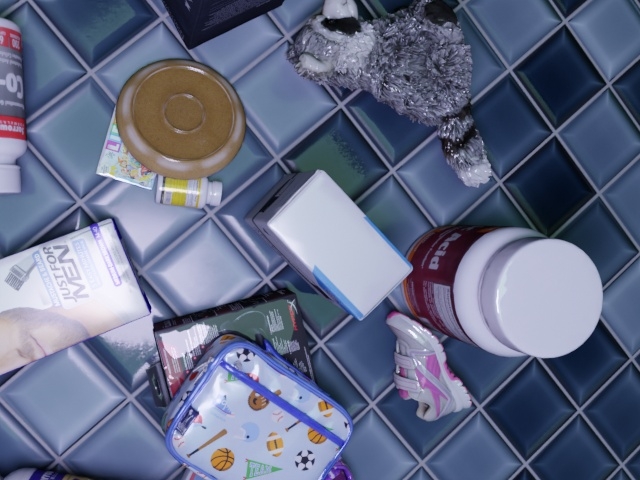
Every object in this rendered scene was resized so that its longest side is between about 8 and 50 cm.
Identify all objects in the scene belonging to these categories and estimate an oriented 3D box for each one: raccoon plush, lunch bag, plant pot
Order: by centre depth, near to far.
[{"bbox_3d":[-0.108,0.309,1.277,0.303,0.115,0.243,38,83,-16],"label":"lunch bag"},{"bbox_3d":[-0.248,-0.226,1.347,0.236,0.032,0.236,4,76,-17],"label":"plant pot"},{"bbox_3d":[0.130,-0.257,1.393,0.299,0.216,0.446,-24,98,-4],"label":"raccoon plush"}]

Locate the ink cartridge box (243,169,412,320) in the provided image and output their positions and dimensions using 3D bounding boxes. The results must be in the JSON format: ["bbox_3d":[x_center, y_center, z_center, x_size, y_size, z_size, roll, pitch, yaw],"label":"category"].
[{"bbox_3d":[0.000,0.000,1.305,0.129,0.307,0.223,-46,101,-6],"label":"ink cartridge box"}]

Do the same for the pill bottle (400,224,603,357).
[{"bbox_3d":[0.309,0.084,1.339,0.224,0.392,0.224,0,92,-14],"label":"pill bottle"}]

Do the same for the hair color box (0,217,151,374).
[{"bbox_3d":[-0.488,0.104,1.292,0.339,0.110,0.185,-22,98,-11],"label":"hair color box"}]

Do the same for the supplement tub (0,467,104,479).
[{"bbox_3d":[-0.433,0.515,1.241,0.331,0.241,0.241,13,89,-7],"label":"supplement tub"}]

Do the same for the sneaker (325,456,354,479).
[{"bbox_3d":[-0.004,0.414,1.422,0.095,0.104,0.236,-36,98,-9],"label":"sneaker"}]

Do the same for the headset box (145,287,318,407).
[{"bbox_3d":[-0.168,0.231,1.371,0.293,0.110,0.218,-15,96,-13],"label":"headset box"}]

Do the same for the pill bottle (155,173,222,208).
[{"bbox_3d":[-0.242,-0.092,1.367,0.116,0.065,0.065,7,90,-15],"label":"pill bottle"}]

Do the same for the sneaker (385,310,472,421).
[{"bbox_3d":[0.192,0.255,1.466,0.111,0.103,0.252,-34,99,-12],"label":"sneaker"}]

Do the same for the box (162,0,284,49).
[{"bbox_3d":[-0.181,-0.521,1.198,0.212,0.395,0.293,-29,97,-10],"label":"box"}]

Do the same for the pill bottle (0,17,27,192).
[{"bbox_3d":[-0.572,-0.217,1.232,0.161,0.161,0.283,-3,93,-14],"label":"pill bottle"}]

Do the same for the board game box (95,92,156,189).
[{"bbox_3d":[-0.337,-0.179,1.360,0.104,0.026,0.154,16,88,-13],"label":"board game box"}]

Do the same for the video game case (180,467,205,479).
[{"bbox_3d":[-0.133,0.495,1.352,0.025,0.204,0.285,-39,102,23],"label":"video game case"}]
